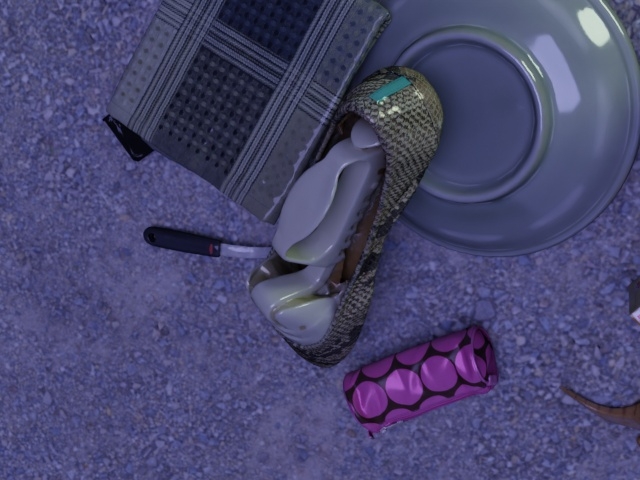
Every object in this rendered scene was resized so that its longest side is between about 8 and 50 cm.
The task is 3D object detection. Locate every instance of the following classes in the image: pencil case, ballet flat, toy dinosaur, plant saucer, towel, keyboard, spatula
[{"bbox_3d":[0.141,0.194,1.525,0.209,0.095,0.098,-25,60,21],"label":"pencil case"},{"bbox_3d":[0.000,0.000,1.389,0.164,0.182,0.482,40,131,21],"label":"ballet flat"},{"bbox_3d":[0.434,0.238,1.481,0.212,0.064,0.112,-8,90,27],"label":"toy dinosaur"},{"bbox_3d":[0.188,-0.160,1.378,0.401,0.100,0.400,9,111,26],"label":"plant saucer"},{"bbox_3d":[-0.101,-0.227,1.454,0.312,0.056,0.324,35,102,21],"label":"towel"},{"bbox_3d":[-0.225,-0.200,1.566,0.180,0.023,0.108,-33,98,19],"label":"keyboard"},{"bbox_3d":[-0.117,0.013,1.582,0.297,0.030,0.084,9,109,14],"label":"spatula"}]

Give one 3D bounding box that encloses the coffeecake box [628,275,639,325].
[{"bbox_3d":[0.471,0.120,1.386,0.185,0.142,0.068,46,110,1],"label":"coffeecake box"}]
